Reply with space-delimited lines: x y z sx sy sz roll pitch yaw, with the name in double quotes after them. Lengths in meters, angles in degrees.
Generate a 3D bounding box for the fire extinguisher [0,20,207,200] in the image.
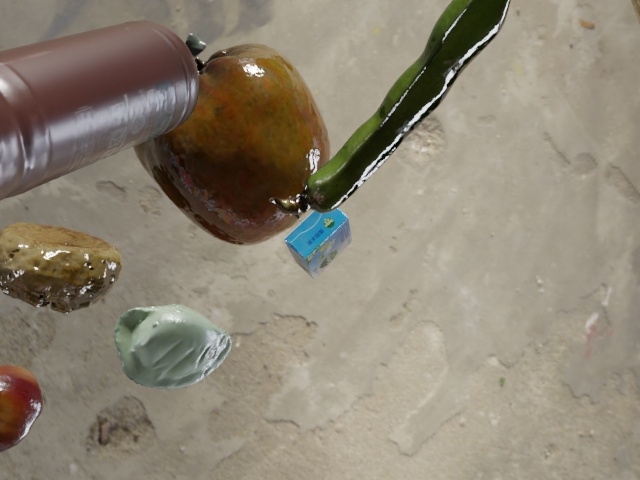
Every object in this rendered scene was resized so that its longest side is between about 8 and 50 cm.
-0.213 -0.128 0.735 0.114 0.135 0.337 47 37 3 "fire extinguisher"

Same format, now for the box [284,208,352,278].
0.000 -0.001 1.860 0.073 0.194 0.139 43 82 15 "box"

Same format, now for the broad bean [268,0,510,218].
0.055 -0.094 0.555 0.227 0.039 0.069 -47 160 17 "broad bean"

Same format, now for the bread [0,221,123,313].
-0.468 0.048 1.393 0.230 0.230 0.122 8 102 -30 "bread"

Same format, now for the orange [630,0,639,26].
0.452 -0.282 0.806 0.279 0.235 0.278 -10 111 -28 "orange"

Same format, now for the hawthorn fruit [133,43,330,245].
-0.110 -0.122 1.140 0.268 0.268 0.300 -45 118 -15 "hawthorn fruit"

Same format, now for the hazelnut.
-0.725 0.359 1.746 0.208 0.208 0.208 -6 102 -28 "hazelnut"

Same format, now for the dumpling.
-0.270 0.181 1.438 0.219 0.108 0.152 22 116 -25 "dumpling"
